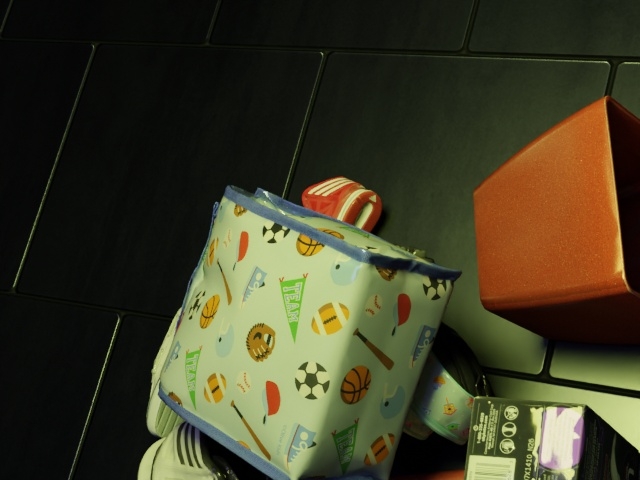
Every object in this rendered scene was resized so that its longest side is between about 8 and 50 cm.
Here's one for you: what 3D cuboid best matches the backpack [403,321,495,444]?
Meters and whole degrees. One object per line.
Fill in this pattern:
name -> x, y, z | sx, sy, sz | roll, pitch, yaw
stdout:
backpack -> 0.153, 0.197, 1.866 | 0.144, 0.166, 0.188 | -48, 52, 6

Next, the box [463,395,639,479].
box -> 0.292, 0.306, 1.681 | 0.143, 0.270, 0.165 | 1, 70, 29

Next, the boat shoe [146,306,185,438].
boat shoe -> -0.227, 0.207, 2.130 | 0.076, 0.083, 0.226 | 3, 59, 42

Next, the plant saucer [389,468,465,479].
plant saucer -> 0.142, 0.442, 1.842 | 0.259, 0.048, 0.259 | -11, 64, 24

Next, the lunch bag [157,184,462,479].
lunch bag -> -0.042, 0.119, 1.805 | 0.385, 0.239, 0.327 | 21, 95, 44

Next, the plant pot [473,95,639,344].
plant pot -> 0.353, 0.002, 1.800 | 0.236, 0.267, 0.267 | -18, 62, 35

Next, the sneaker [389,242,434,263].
sneaker -> 0.026, 0.058, 1.985 | 0.276, 0.097, 0.135 | 10, 93, -5

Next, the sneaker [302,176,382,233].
sneaker -> 0.000, 0.000, 2.102 | 0.221, 0.087, 0.128 | -52, 37, 2

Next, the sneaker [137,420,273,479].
sneaker -> -0.159, 0.443, 1.864 | 0.257, 0.169, 0.447 | 130, 139, -52
